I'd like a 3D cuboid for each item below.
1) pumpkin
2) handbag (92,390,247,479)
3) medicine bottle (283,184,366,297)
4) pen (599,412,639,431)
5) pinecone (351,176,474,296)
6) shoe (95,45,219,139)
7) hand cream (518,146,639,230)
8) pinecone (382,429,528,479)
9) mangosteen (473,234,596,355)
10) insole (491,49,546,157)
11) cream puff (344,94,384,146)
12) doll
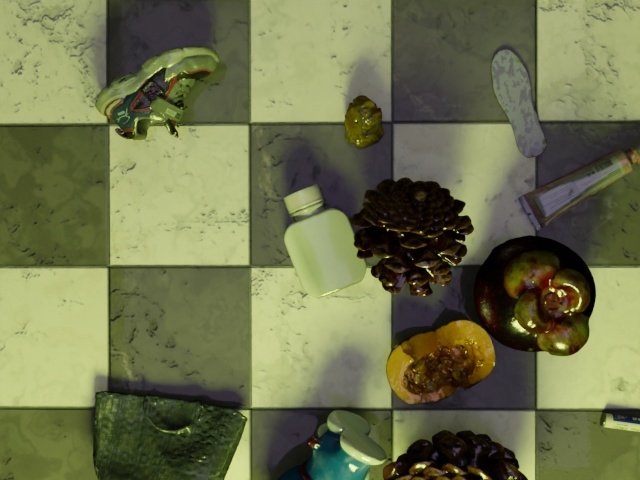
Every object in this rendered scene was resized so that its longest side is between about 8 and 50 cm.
[{"bbox_3d":[0.206,0.205,1.515,0.183,0.107,0.119,-21,83,11],"label":"pumpkin"},{"bbox_3d":[-0.270,0.354,1.549,0.270,0.088,0.175,9,83,2],"label":"handbag"},{"bbox_3d":[0.000,0.000,1.538,0.119,0.069,0.183,-22,91,3],"label":"medicine bottle"},{"bbox_3d":[0.585,0.322,1.546,0.204,0.025,0.025,7,91,1],"label":"pen"},{"bbox_3d":[0.148,0.000,1.479,0.208,0.208,0.207,0,91,2],"label":"pinecone"},{"bbox_3d":[-0.264,-0.240,1.524,0.227,0.099,0.125,-27,82,7],"label":"shoe"},{"bbox_3d":[0.449,-0.095,1.541,0.210,0.043,0.067,-29,88,7],"label":"hand cream"},{"bbox_3d":[0.229,0.427,1.451,0.264,0.264,0.264,0,91,2],"label":"pinecone"},{"bbox_3d":[0.349,0.088,1.463,0.210,0.210,0.210,0,91,2],"label":"mangosteen"},{"bbox_3d":[0.343,-0.237,1.557,0.065,0.006,0.193,-20,90,1],"label":"insole"},{"bbox_3d":[0.076,-0.205,1.543,0.058,0.083,0.083,-20,75,-38],"label":"cream puff"},{"bbox_3d":[0.010,0.413,1.491,0.161,0.215,0.257,29,105,-19],"label":"doll"}]
